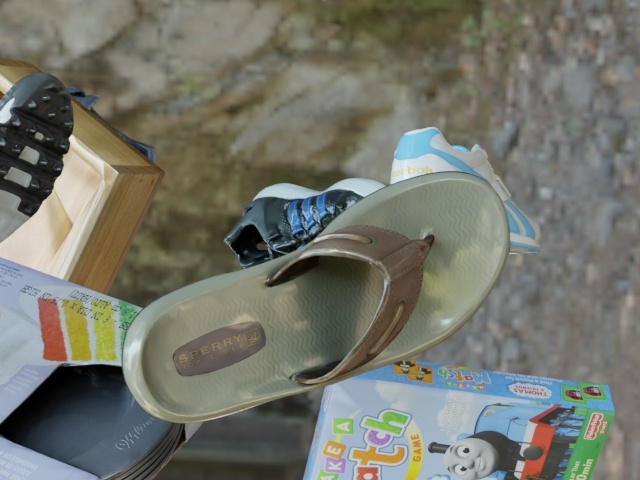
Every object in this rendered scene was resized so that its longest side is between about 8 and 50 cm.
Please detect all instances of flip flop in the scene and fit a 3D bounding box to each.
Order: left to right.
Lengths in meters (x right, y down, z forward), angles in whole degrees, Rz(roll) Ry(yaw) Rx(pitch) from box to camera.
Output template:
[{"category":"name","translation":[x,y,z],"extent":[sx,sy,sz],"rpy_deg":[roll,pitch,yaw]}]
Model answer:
[{"category":"flip flop","translation":[0.007,0.038,1.040],"extent":[0.112,0.277,0.080],"rpy_deg":[70,161,-2]}]

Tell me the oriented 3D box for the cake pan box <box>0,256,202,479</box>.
[{"category":"cake pan box","translation":[-0.235,0.131,1.259],"extent":[0.246,0.267,0.070],"rpy_deg":[-48,-33,-41]}]

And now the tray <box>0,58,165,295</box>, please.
[{"category":"tray","translation":[-0.314,0.056,1.550],"extent":[0.076,0.203,0.411],"rpy_deg":[-4,-54,-55]}]

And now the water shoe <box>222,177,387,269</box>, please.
[{"category":"water shoe","translation":[0.000,0.000,1.329],"extent":[0.080,0.073,0.203],"rpy_deg":[-47,25,-25]}]

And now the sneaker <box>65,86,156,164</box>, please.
[{"category":"sneaker","translation":[-0.321,-0.129,1.715],"extent":[0.148,0.350,0.131],"rpy_deg":[-14,63,43]}]

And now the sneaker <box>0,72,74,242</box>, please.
[{"category":"sneaker","translation":[-0.262,-0.023,1.149],"extent":[0.078,0.106,0.234],"rpy_deg":[29,-90,-54]}]

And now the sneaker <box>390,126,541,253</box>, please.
[{"category":"sneaker","translation":[0.144,-0.038,1.530],"extent":[0.229,0.087,0.092],"rpy_deg":[24,-116,-56]}]

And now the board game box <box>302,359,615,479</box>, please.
[{"category":"board game box","translation":[0.099,0.167,1.243],"extent":[0.039,0.211,0.160],"rpy_deg":[-90,10,-55]}]
